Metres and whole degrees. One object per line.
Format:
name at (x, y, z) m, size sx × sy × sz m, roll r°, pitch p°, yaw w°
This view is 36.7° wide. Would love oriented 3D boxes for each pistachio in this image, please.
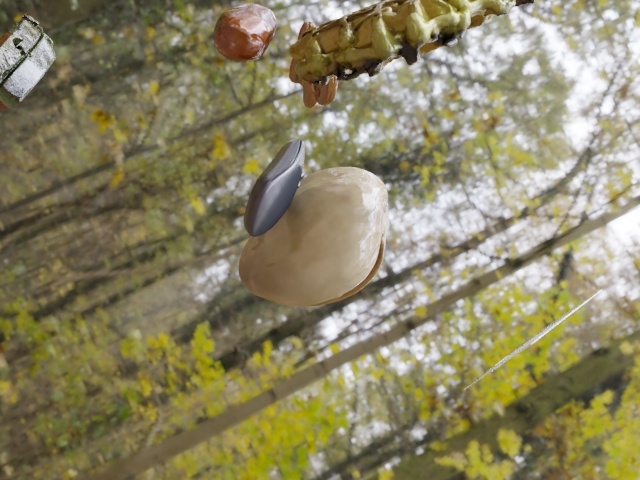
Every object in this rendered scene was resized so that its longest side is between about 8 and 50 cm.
pistachio at (0.000, 0.000, 1.772) m, size 0.230 × 0.308 × 0.230 m, roll 54°, pitch 7°, yaw -10°

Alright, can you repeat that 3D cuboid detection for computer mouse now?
computer mouse at (-0.071, -0.091, 1.653) m, size 0.057 × 0.232 × 0.120 m, roll 22°, pitch -59°, yaw 5°

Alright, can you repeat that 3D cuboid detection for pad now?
pad at (0.311, 0.143, 1.406) m, size 0.004 × 0.232 × 0.156 m, roll 55°, pitch -47°, yaw 10°

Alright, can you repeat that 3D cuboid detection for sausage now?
sausage at (-0.114, -0.326, 1.514) m, size 0.179 × 0.089 × 0.089 m, roll -63°, pitch 139°, yaw -65°

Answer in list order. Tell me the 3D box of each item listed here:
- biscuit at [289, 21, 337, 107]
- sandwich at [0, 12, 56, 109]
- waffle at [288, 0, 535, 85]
biscuit at (-0.018, -0.371, 2.080) m, size 0.250 × 0.036 × 0.166 m, roll -117°, pitch -144°, yaw -51°
sandwich at (-0.661, -0.349, 2.012) m, size 0.109 × 0.212 × 0.292 m, roll 47°, pitch 8°, yaw -24°
waffle at (0.140, -0.362, 1.591) m, size 0.379 × 0.382 × 0.095 m, roll 2°, pitch -63°, yaw 55°
